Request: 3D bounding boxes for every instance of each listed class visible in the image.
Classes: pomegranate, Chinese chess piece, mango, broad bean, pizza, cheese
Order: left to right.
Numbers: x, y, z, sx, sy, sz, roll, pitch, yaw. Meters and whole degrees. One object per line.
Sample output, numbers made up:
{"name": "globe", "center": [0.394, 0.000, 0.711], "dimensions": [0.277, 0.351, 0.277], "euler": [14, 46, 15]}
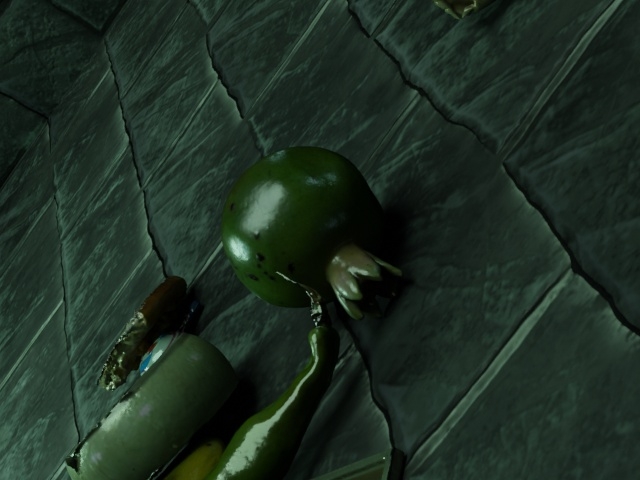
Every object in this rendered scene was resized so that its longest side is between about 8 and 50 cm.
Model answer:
{"name": "pizza", "center": [-0.251, 0.140, 1.911], "dimensions": [0.195, 0.052, 0.185], "euler": [-55, -3, 22]}
{"name": "Chinese chess piece", "center": [-0.198, 0.211, 1.606], "dimensions": [0.238, 0.092, 0.238], "euler": [-45, 3, 3]}
{"name": "cheese", "center": [-0.204, 0.142, 1.860], "dimensions": [0.095, 0.038, 0.145], "euler": [-38, 18, 54]}
{"name": "mango", "center": [-0.163, 0.308, 1.520], "dimensions": [0.191, 0.085, 0.122], "euler": [-56, 18, 6]}
{"name": "broad bean", "center": [-0.062, 0.198, 1.418], "dimensions": [0.098, 0.056, 0.318], "euler": [21, 85, 26]}
{"name": "pomegranate", "center": [-0.002, 0.001, 1.493], "dimensions": [0.225, 0.187, 0.187], "euler": [40, 99, 38]}

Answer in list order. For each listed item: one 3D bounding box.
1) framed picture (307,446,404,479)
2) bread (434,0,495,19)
{"name": "framed picture", "center": [-0.033, 0.369, 1.268], "dimensions": [0.247, 0.022, 0.335], "euler": [-31, 35, 46]}
{"name": "bread", "center": [0.157, -0.379, 1.564], "dimensions": [0.192, 0.210, 0.110], "euler": [-48, 21, 23]}
